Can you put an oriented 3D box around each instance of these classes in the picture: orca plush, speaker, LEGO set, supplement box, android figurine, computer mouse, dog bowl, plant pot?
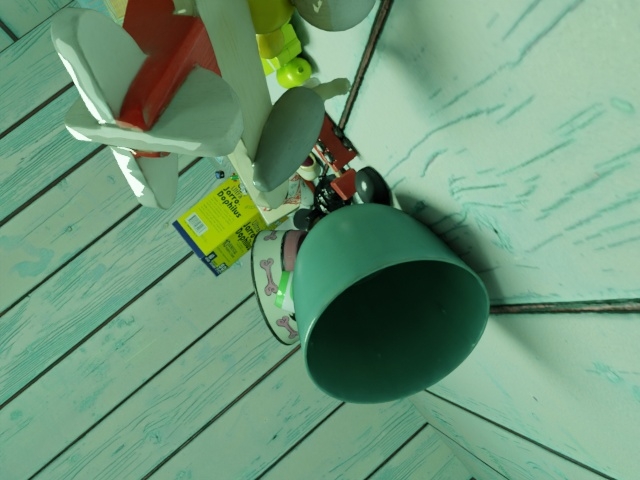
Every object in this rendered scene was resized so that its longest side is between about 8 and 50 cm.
[{"bbox_3d":[0.021,-0.061,1.343,0.151,0.102,0.287,51,172,-4],"label":"orca plush"},{"bbox_3d":[0.015,0.179,1.920,0.296,0.131,0.131,14,173,-3],"label":"speaker"},{"bbox_3d":[-0.243,-0.251,1.874,0.182,0.060,0.244,47,136,22],"label":"LEGO set"},{"bbox_3d":[-0.324,-0.072,2.311,0.195,0.356,0.194,47,172,23],"label":"supplement box"},{"bbox_3d":[-0.104,-0.334,0.942,0.248,0.056,0.273,53,173,-14],"label":"android figurine"},{"bbox_3d":[0.099,-0.057,1.156,0.071,0.041,0.242,45,171,28],"label":"computer mouse"},{"bbox_3d":[-0.084,0.143,2.157,0.408,0.150,0.408,-14,-90,-74],"label":"dog bowl"},{"bbox_3d":[0.084,0.077,1.022,0.293,0.293,0.235,57,-175,-39],"label":"plant pot"}]

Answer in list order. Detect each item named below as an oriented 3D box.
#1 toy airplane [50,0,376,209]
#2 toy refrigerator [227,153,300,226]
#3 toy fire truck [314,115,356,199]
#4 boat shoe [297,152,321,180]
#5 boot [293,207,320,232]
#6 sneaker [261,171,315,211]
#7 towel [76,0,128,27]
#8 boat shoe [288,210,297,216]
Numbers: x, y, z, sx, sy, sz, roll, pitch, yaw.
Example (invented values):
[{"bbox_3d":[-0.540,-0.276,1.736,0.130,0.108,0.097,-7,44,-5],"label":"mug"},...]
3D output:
[{"bbox_3d":[-0.079,-0.214,0.580,0.386,0.272,0.385,-61,-36,-84],"label":"toy airplane"},{"bbox_3d":[-0.167,-0.180,1.704,0.270,0.102,0.094,59,173,1],"label":"toy refrigerator"},{"bbox_3d":[0.011,-0.164,1.121,0.192,0.047,0.135,51,174,-4],"label":"toy fire truck"},{"bbox_3d":[-0.066,-0.201,1.362,0.170,0.063,0.059,38,167,15],"label":"boat shoe"},{"bbox_3d":[0.040,-0.028,1.609,0.219,0.082,0.106,26,-172,41],"label":"boot"},{"bbox_3d":[-0.094,-0.123,1.551,0.090,0.145,0.270,48,172,18],"label":"sneaker"},{"bbox_3d":[-0.503,-0.574,1.552,0.370,0.040,0.272,9,129,50],"label":"towel"},{"bbox_3d":[-0.127,-0.153,1.897,0.227,0.079,0.081,53,-179,27],"label":"boat shoe"}]
